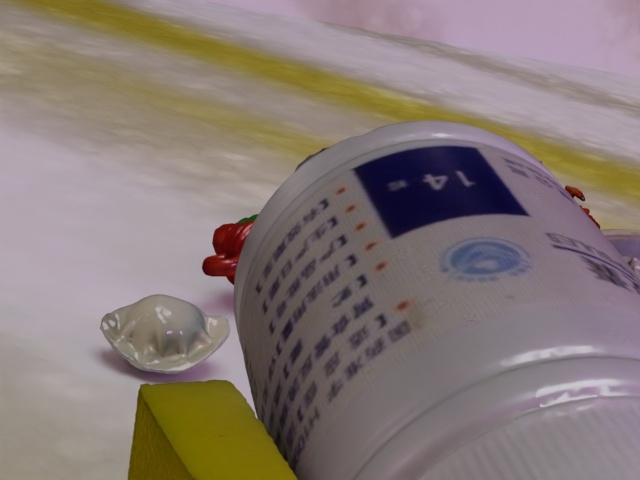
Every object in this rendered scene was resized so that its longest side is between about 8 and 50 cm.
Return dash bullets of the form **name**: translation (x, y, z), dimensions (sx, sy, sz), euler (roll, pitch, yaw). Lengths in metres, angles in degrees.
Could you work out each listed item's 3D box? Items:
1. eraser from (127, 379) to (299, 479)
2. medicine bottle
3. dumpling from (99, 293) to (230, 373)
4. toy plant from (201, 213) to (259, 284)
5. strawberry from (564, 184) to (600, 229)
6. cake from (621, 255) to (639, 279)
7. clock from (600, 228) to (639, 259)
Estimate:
- **eraser**: translation (-0.047, 0.130, 0.552), dimensions (0.045, 0.122, 0.097), euler (1, 19, -24)
- **medicine bottle**: translation (0.076, 0.095, 0.580), dimensions (0.190, 0.190, 0.332), euler (7, 25, -15)
- **dumpling**: translation (-0.099, 0.063, 0.880), dimensions (0.077, 0.043, 0.059), euler (21, 28, -27)
- **toy plant**: translation (-0.001, -0.003, 1.090), dimensions (0.240, 0.088, 0.154), euler (-8, 12, -24)
- **strawberry**: translation (0.203, -0.021, 1.316), dimensions (0.121, 0.082, 0.188), euler (36, 12, 10)
- **cake**: translation (0.226, 0.095, 0.807), dimensions (0.135, 0.147, 0.135), euler (13, 15, 2)
- **clock**: translation (0.272, 0.063, 1.032), dimensions (0.308, 0.096, 0.235), euler (20, 20, 26)
